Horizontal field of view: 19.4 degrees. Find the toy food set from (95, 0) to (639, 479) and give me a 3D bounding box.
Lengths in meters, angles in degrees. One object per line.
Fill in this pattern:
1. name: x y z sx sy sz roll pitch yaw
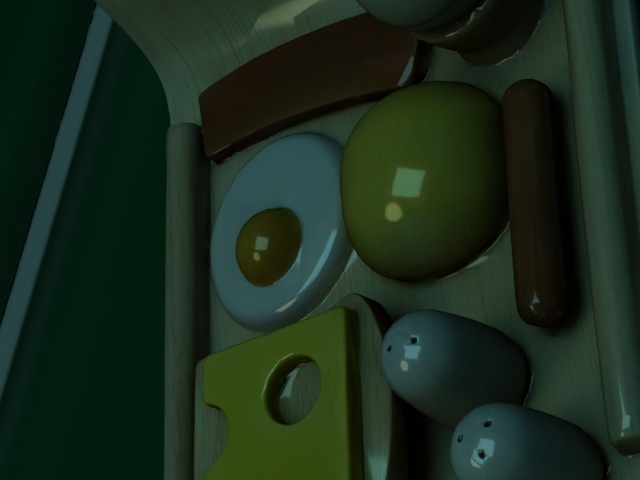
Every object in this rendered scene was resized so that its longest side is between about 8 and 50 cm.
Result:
1. toy food set: 0.000 0.000 0.641 0.219 0.092 0.306 -22 57 34
